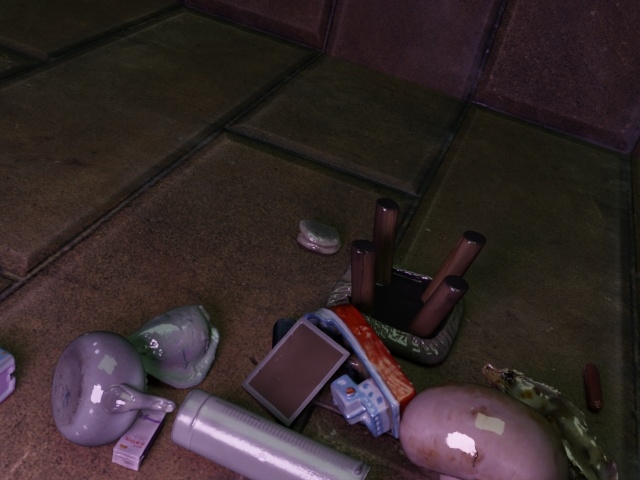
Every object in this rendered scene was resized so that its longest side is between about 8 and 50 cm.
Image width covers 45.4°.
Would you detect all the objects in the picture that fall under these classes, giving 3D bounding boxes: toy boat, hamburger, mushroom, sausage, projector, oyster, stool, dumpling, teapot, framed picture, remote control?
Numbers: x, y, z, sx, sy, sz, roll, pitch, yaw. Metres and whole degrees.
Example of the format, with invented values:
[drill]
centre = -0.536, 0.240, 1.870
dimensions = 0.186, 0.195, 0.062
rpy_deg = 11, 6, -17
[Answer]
[toy boat]
centre = 0.059, 0.249, 1.536
dimensions = 0.133, 0.145, 0.332
rpy_deg = -25, 46, -13
[hamburger]
centre = 0.001, -0.003, 1.980
dimensions = 0.121, 0.054, 0.084
rpy_deg = 13, 29, -17
[mushroom]
centre = 0.254, 0.395, 1.297
dimensions = 0.297, 0.297, 0.290
rpy_deg = 23, 70, 13
[sausage]
centre = 0.617, 0.331, 1.726
dimensions = 0.030, 0.035, 0.147
rpy_deg = 21, 34, 3
[projector]
centre = -0.087, 0.364, 1.313
dimensions = 0.337, 0.108, 0.108
rpy_deg = 22, 32, 11
[oyster]
centre = 0.443, 0.382, 1.508
dimensions = 0.341, 0.110, 0.166
rpy_deg = 34, 42, 23
[stool]
centre = 0.202, 0.084, 1.763
dimensions = 0.310, 0.226, 0.310
rpy_deg = 23, 33, 9
[dumpling]
centre = -0.285, 0.202, 1.487
dimensions = 0.216, 0.105, 0.149
rpy_deg = -16, 43, -41
[teapot]
centre = -0.371, 0.251, 1.301
dimensions = 0.129, 0.193, 0.294
rpy_deg = 16, -10, -38
[framed picture]
centre = -0.048, 0.252, 1.487
dimensions = 0.142, 0.011, 0.183
rpy_deg = 33, 75, 35
[remote control]
centre = -0.064, 0.238, 1.581
dimensions = 0.072, 0.042, 0.222
rpy_deg = 4, 33, -10

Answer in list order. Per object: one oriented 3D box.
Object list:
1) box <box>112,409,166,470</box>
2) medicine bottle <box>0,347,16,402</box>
[box]
centre = -0.312, 0.339, 1.325
dimensions = 0.050, 0.036, 0.117
rpy_deg = 16, 32, 4
[medicine bottle]
centre = -0.636, 0.221, 1.320
dimensions = 0.188, 0.094, 0.119
rpy_deg = 23, 34, 12
